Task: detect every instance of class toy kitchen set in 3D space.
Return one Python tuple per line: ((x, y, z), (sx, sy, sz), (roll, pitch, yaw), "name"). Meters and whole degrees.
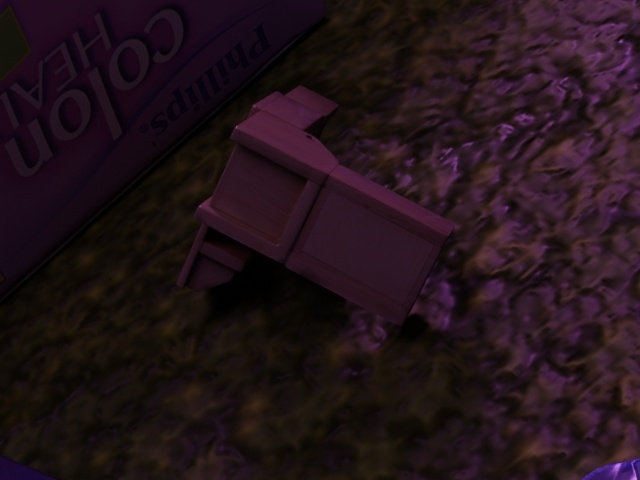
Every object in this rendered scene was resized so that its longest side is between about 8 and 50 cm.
((0.000, 0.000, 0.517), (0.068, 0.075, 0.083), (-64, -5, 19), "toy kitchen set")

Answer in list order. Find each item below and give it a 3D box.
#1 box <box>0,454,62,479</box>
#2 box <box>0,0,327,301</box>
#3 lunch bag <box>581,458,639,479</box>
((-0.106, 0.182, 0.341), (0.184, 0.103, 0.261), (13, 58, 39), "box")
((-0.160, -0.102, 0.658), (0.213, 0.117, 0.243), (-42, 40, -10), "box")
((0.173, 0.045, 0.283), (0.293, 0.138, 0.221), (-12, 45, 38), "lunch bag")
